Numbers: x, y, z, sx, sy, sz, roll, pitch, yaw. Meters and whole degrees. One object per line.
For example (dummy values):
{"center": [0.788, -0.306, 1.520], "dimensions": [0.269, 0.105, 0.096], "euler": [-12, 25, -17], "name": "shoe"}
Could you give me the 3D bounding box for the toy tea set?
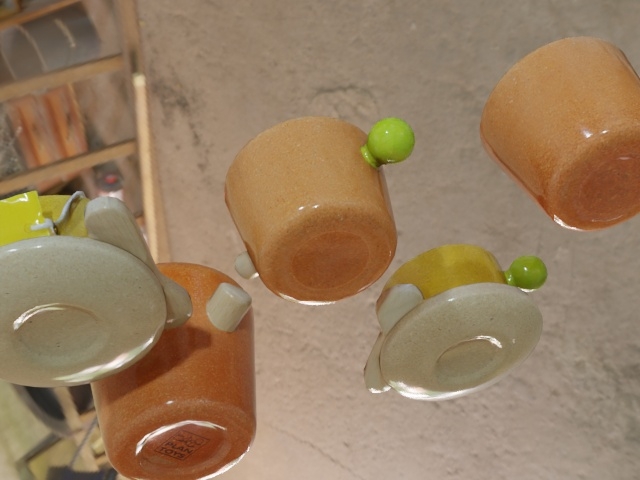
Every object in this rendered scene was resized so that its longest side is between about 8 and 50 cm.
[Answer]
{"center": [0.000, 0.000, 0.396], "dimensions": [0.200, 0.336, 0.124], "euler": [77, 176, -45], "name": "toy tea set"}
